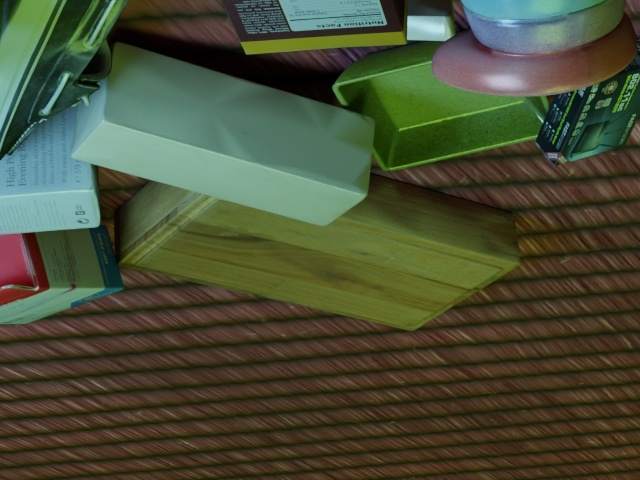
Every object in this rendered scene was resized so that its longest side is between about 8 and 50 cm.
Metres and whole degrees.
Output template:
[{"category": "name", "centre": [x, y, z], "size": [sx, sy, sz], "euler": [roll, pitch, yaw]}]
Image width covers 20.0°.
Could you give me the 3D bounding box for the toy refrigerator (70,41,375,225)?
[{"category": "toy refrigerator", "centre": [-0.092, -0.102, 1.736], "size": [0.269, 0.094, 0.102], "euler": [14, 157, -20]}]

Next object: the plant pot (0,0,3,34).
[{"category": "plant pot", "centre": [-0.403, -0.178, 1.438], "size": [0.227, 0.228, 0.207], "euler": [-15, 146, 19]}]

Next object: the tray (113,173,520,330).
[{"category": "tray", "centre": [0.000, 0.000, 2.015], "size": [0.411, 0.076, 0.203], "euler": [15, 147, -32]}]

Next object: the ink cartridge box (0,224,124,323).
[{"category": "ink cartridge box", "centre": [-0.321, 0.034, 1.873], "size": [0.134, 0.078, 0.231], "euler": [-19, 171, 20]}]

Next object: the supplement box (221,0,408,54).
[{"category": "supplement box", "centre": [-0.011, -0.270, 1.341], "size": [0.129, 0.191, 0.194], "euler": [-2, 154, 12]}]

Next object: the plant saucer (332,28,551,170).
[{"category": "plant saucer", "centre": [0.124, -0.146, 1.781], "size": [0.188, 0.045, 0.188], "euler": [-12, 152, 14]}]

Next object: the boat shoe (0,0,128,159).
[{"category": "boat shoe", "centre": [-0.241, -0.160, 1.602], "size": [0.119, 0.121, 0.335], "euler": [10, 148, -21]}]

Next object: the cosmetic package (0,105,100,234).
[{"category": "cosmetic package", "centre": [-0.334, -0.071, 1.769], "size": [0.231, 0.117, 0.085], "euler": [-5, 153, -4]}]

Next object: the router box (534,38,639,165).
[{"category": "router box", "centre": [0.273, -0.135, 1.779], "size": [0.092, 0.038, 0.122], "euler": [-17, 146, -28]}]

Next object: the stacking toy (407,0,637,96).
[{"category": "stacking toy", "centre": [0.190, -0.241, 1.424], "size": [0.309, 0.279, 0.130], "euler": [-28, 121, -28]}]
